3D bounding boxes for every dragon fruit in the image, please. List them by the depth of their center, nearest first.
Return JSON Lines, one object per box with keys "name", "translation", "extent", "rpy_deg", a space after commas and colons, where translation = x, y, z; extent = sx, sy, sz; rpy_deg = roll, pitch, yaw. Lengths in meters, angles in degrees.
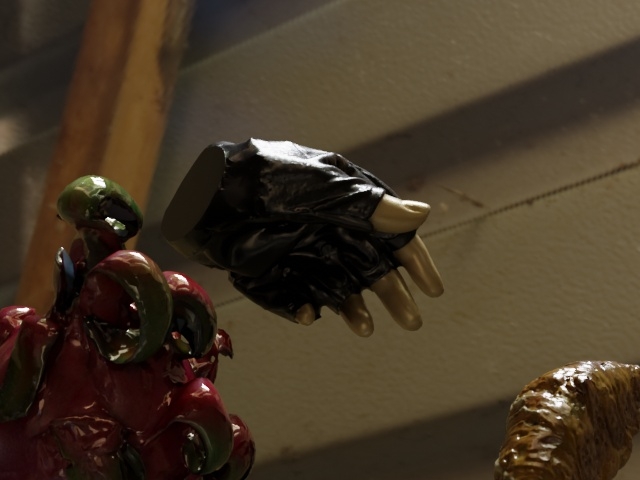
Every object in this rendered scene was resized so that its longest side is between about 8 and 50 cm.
{"name": "dragon fruit", "translation": [-0.133, 0.111, 0.824], "extent": [0.273, 0.198, 0.218], "rpy_deg": [-54, -148, 23]}

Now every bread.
{"name": "bread", "translation": [0.185, 0.158, 0.990], "extent": [0.076, 0.233, 0.105], "rpy_deg": [-8, -70, 36]}

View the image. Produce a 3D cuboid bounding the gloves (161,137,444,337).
{"name": "gloves", "translation": [0.000, 0.000, 0.969], "extent": [0.164, 0.203, 0.124], "rpy_deg": [-43, -148, 44]}
